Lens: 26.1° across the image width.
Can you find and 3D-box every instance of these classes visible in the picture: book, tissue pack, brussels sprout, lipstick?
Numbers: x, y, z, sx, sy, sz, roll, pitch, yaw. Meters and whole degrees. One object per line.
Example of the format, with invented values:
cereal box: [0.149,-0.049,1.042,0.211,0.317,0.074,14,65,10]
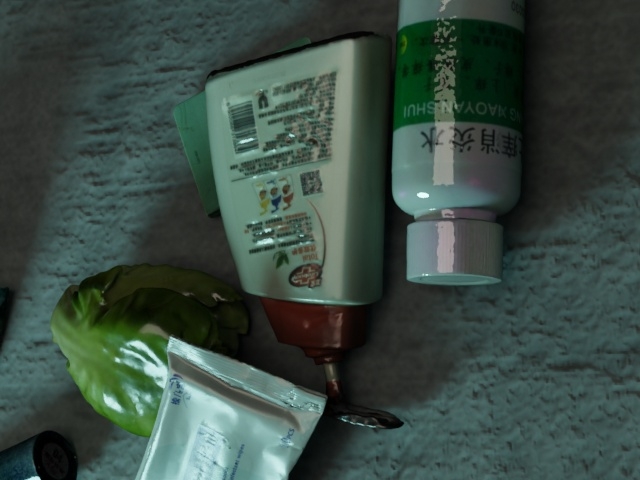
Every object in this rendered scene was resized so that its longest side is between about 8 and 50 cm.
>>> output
book: [-0.048,-0.092,1.094,0.135,0.017,0.103,-26,74,22]
tissue pack: [-0.077,0.170,1.022,0.122,0.026,0.193,22,116,8]
brussels sprout: [-0.134,0.089,1.072,0.181,0.100,0.139,13,105,11]
lipstick: [-0.312,0.218,1.165,0.234,0.053,0.053,-22,73,25]

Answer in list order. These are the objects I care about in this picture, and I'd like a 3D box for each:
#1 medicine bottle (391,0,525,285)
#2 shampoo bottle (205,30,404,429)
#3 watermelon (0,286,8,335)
medicine bottle: [0.098,-0.099,0.980,0.095,0.095,0.260,-1,83,27]
shampoo bottle: [0.000,0.000,1.022,0.153,0.071,0.284,-9,90,30]
watermelon: [-0.406,0.068,1.200,0.241,0.154,0.094,5,85,40]
